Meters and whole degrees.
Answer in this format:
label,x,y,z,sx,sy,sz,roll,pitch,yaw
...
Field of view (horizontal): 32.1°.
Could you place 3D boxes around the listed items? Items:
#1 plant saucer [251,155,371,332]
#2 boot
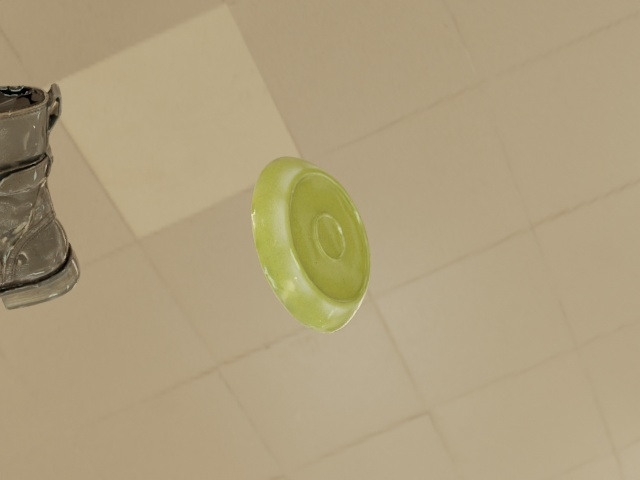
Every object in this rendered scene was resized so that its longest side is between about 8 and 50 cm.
label,x,y,z,sx,sy,sz,roll,pitch,yaw
plant saucer,0.000,0.000,1.453,0.037,0.241,0.241,-18,129,32
boot,-0.333,-0.028,0.945,0.262,0.091,0.229,-17,138,-13
